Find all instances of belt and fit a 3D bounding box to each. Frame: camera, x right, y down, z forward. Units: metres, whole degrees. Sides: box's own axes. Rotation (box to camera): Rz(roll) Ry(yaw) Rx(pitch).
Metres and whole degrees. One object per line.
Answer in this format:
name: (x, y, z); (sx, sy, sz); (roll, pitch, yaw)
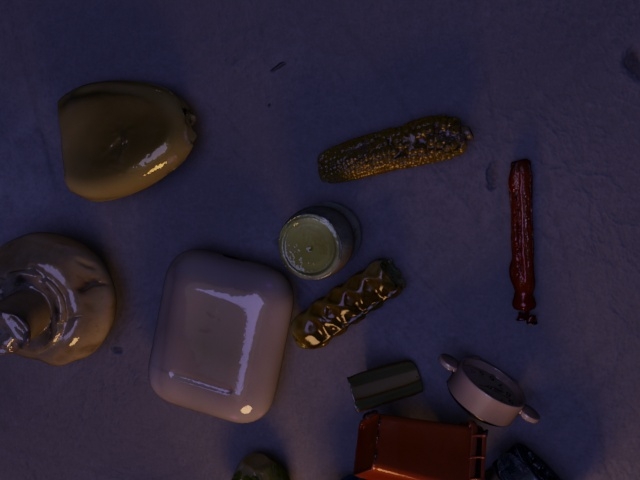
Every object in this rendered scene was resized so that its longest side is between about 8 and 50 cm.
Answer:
belt: (0.431, 0.490, 1.786); (0.082, 0.141, 0.190); (-45, 82, 14)

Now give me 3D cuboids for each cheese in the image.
cheese: (-0.412, -0.220, 1.920); (0.316, 0.128, 0.259); (-5, 94, 13)

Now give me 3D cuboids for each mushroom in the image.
mushroom: (-0.612, 0.137, 1.913); (0.314, 0.336, 0.314); (1, 100, 6)

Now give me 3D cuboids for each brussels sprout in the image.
brussels sprout: (-0.132, 0.549, 1.954); (0.155, 0.117, 0.155); (5, 109, 16)

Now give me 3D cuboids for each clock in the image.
clock: (0.329, 0.302, 1.783); (0.229, 0.155, 0.063); (33, 109, 7)

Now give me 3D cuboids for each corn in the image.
corn: (0.147, -0.182, 1.798); (0.320, 0.097, 0.097); (-13, 94, 17)

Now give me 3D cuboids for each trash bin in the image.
trash bin: (0.199, 0.423, 1.766); (0.239, 0.184, 0.161); (16, 64, -16)

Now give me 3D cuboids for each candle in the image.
candle: (0.400, 0.003, 1.780); (0.051, 0.048, 0.329); (-3, 96, 1)

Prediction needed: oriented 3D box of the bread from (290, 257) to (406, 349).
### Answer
bread: (0.051, 0.137, 1.862); (0.269, 0.098, 0.087); (-37, 76, 17)

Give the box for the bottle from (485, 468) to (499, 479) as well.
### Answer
bottle: (0.381, 0.552, 1.834); (0.152, 0.099, 0.099); (44, 105, 2)

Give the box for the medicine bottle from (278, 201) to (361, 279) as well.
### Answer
medicine bottle: (0.000, 0.000, 1.832); (0.147, 0.143, 0.147); (4, 101, 18)

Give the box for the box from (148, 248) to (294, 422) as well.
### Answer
box: (-0.214, 0.204, 1.917); (0.289, 0.141, 0.349); (14, 100, 11)

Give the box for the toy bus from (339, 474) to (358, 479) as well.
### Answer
toy bus: (0.114, 0.662, 1.860); (0.190, 0.152, 0.312); (-6, 97, 42)

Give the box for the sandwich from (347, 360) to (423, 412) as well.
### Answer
sandwich: (0.133, 0.292, 1.821); (0.113, 0.163, 0.079); (-18, 80, 15)
